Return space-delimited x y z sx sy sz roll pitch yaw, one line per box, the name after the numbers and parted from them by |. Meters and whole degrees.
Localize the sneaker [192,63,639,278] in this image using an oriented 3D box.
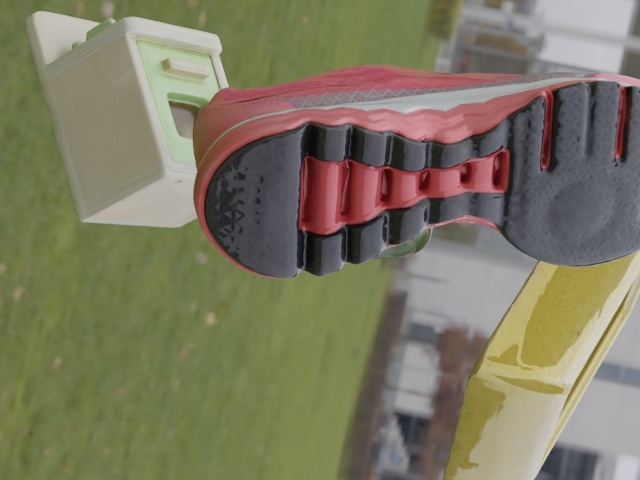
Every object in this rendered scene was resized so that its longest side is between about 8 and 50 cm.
0.074 -0.064 0.893 0.136 0.313 0.116 -117 -151 -56 | sneaker

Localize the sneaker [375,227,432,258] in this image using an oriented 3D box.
0.000 0.000 1.369 0.086 0.192 0.064 -71 164 -60 | sneaker

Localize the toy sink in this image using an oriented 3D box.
-0.180 -0.145 1.583 0.153 0.131 0.234 5 64 -55 | toy sink

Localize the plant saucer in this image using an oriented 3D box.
0.241 0.085 1.510 0.333 0.081 0.333 -54 164 -25 | plant saucer
